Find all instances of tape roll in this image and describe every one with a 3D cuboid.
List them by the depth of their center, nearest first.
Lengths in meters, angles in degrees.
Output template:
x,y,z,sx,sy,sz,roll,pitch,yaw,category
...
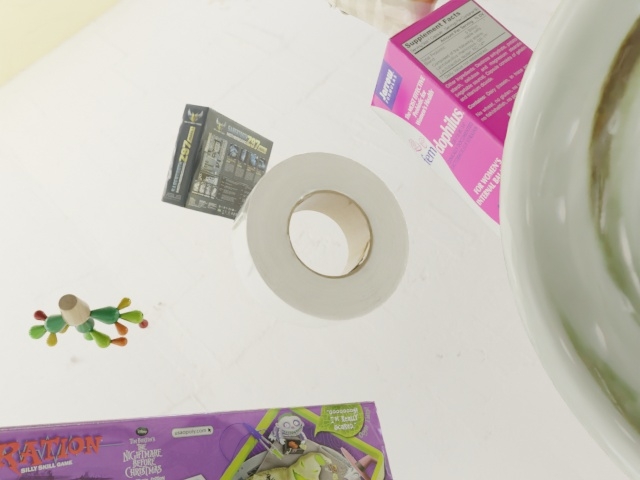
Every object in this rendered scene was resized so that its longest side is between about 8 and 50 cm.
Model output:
x,y,z,sx,sy,sz,roll,pitch,yaw,category
0.000,0.000,0.903,0.287,0.100,0.285,6,-107,-20,tape roll

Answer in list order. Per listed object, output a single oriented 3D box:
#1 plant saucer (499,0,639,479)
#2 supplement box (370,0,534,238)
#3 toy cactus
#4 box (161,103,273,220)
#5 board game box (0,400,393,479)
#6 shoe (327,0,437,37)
x,y,z,sx,sy,sz,roll,pitch,yaw,category
0.286,-0.022,0.242,0.101,0.400,0.400,-4,-144,-43,plant saucer
0.168,-0.122,0.548,0.114,0.111,0.220,-36,-106,-17,supplement box
-0.459,0.145,1.058,0.219,0.180,0.112,2,-119,-6,toy cactus
-0.189,-0.137,1.042,0.059,0.233,0.183,15,-89,25,box
-0.085,0.219,0.351,0.347,0.056,0.208,8,-120,-33,board game box
0.040,-0.281,0.628,0.077,0.058,0.219,-19,-139,-34,shoe
